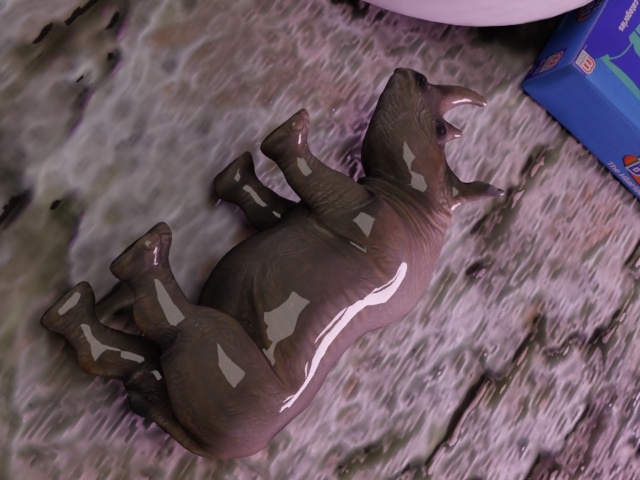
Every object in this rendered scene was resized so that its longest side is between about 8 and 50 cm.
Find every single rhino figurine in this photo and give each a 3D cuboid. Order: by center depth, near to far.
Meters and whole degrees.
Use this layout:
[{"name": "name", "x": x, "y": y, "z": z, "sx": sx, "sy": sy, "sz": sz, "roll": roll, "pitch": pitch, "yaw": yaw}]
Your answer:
[{"name": "rhino figurine", "x": 0.000, "y": 0.000, "z": 0.538, "sx": 0.243, "sy": 0.073, "sz": 0.106, "roll": -41, "pitch": 97, "yaw": -29}]

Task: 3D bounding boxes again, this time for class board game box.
[{"name": "board game box", "x": 0.235, "y": -0.085, "z": 0.692, "sx": 0.210, "sy": 0.047, "sz": 0.160, "roll": 40, "pitch": 65, "yaw": -17}]

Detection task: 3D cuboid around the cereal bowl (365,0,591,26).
[{"name": "cereal bowl", "x": 0.089, "y": -0.284, "z": 0.562, "sx": 0.339, "sy": 0.141, "sz": 0.339, "roll": 2, "pitch": 83, "yaw": -17}]
